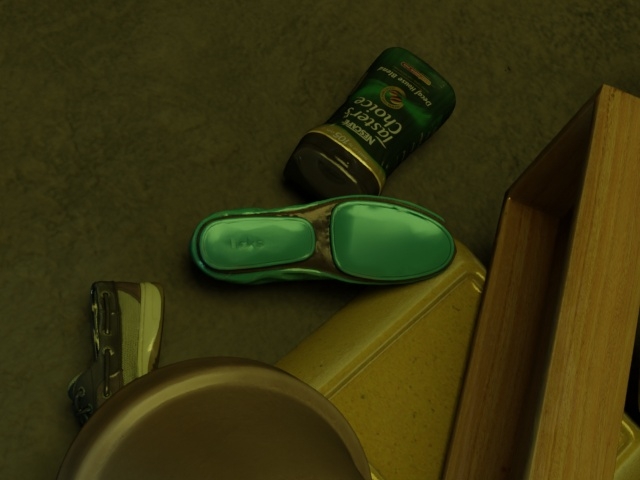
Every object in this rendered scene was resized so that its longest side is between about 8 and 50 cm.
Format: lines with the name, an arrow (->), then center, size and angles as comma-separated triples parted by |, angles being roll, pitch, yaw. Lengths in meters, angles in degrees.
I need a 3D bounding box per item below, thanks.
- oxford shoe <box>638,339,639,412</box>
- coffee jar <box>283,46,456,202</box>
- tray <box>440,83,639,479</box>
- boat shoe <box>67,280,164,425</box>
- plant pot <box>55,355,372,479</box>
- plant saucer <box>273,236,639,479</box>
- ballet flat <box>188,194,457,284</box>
oxford shoe -> 0.351, 0.088, 1.337 | 0.146, 0.140, 0.397 | -29, 105, -35
coffee jar -> 0.048, -0.103, 1.460 | 0.096, 0.079, 0.184 | 38, 59, 4
tray -> 0.191, 0.091, 1.240 | 0.076, 0.203, 0.411 | 22, 59, -8
boat shoe -> -0.179, 0.132, 1.264 | 0.073, 0.080, 0.223 | 9, 56, -8
plant pot -> -0.049, 0.231, 1.110 | 0.263, 0.229, 0.263 | -2, 96, -23
plant saucer -> 0.130, 0.177, 1.341 | 0.333, 0.081, 0.333 | 46, 60, 8
ballet flat -> 0.000, 0.000, 1.379 | 0.247, 0.087, 0.083 | -1, 90, -9
